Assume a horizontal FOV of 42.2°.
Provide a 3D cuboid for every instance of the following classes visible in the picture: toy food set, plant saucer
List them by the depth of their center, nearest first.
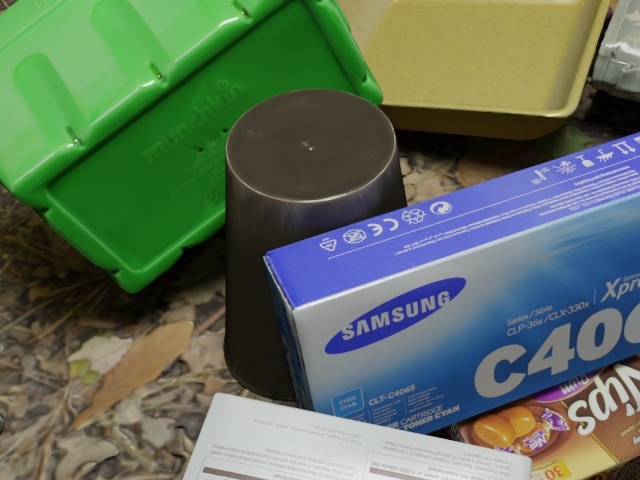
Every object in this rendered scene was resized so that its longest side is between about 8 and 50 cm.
[{"bbox_3d":[0.156,-0.228,0.958,0.333,0.081,0.332,8,49,25],"label":"plant saucer"},{"bbox_3d":[0.325,-0.238,0.982,0.019,0.077,0.122,22,53,26],"label":"toy food set"}]

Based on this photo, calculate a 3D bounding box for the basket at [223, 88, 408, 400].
[{"bbox_3d":[0.000,0.000,0.695,0.204,0.226,0.154,-28,53,-21],"label":"basket"}]

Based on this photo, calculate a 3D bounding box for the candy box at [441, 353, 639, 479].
[{"bbox_3d":[0.202,0.147,0.668,0.187,0.053,0.109,-19,50,-11],"label":"candy box"}]

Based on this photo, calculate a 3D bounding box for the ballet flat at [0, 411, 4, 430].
[{"bbox_3d":[-0.327,0.166,0.695,0.114,0.041,0.041,-25,52,-17],"label":"ballet flat"}]

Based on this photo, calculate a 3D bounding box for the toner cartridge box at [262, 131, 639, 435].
[{"bbox_3d":[0.143,0.039,0.628,0.348,0.165,0.075,-18,36,-10],"label":"toner cartridge box"}]

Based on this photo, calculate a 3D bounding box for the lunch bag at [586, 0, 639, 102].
[{"bbox_3d":[0.436,-0.215,0.896,0.235,0.168,0.287,19,48,19],"label":"lunch bag"}]

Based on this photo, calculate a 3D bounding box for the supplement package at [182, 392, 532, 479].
[{"bbox_3d":[0.000,0.266,0.478,0.198,0.199,0.262,9,50,11],"label":"supplement package"}]

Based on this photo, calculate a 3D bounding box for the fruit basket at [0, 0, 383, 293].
[{"bbox_3d":[-0.159,-0.173,0.808,0.392,0.283,0.391,-15,51,19],"label":"fruit basket"}]
